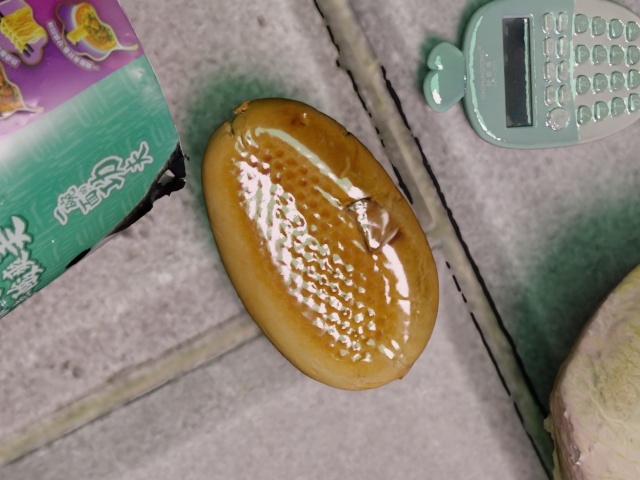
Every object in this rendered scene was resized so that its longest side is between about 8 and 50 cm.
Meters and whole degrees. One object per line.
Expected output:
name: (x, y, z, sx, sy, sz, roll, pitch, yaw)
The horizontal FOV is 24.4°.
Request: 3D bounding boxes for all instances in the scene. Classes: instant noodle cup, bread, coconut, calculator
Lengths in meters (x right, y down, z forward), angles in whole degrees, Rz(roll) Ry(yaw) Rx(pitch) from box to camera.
instant noodle cup: (-0.195, -0.065, 0.766, 0.190, 0.251, 0.251, -30, 99, -13)
bread: (0.000, 0.000, 0.874, 0.114, 0.077, 0.189, -26, 100, 15)
coconut: (0.241, 0.109, 0.853, 0.227, 0.230, 0.227, -14, 115, -33)
calculator: (0.136, -0.104, 0.910, 0.153, 0.021, 0.095, -4, 96, -8)
